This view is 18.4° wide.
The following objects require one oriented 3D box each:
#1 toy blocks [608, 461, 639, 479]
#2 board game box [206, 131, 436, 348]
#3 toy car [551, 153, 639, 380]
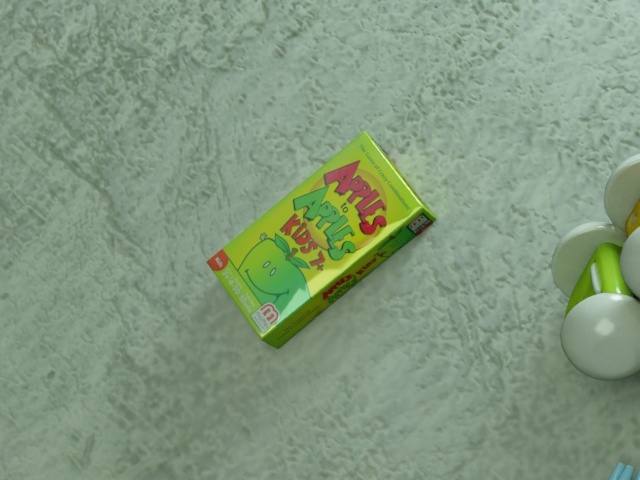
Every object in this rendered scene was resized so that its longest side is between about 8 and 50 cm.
[{"bbox_3d":[0.247,0.259,1.554,0.123,0.054,0.148,22,84,25],"label":"toy blocks"},{"bbox_3d":[0.000,0.000,1.721,0.181,0.043,0.092,-39,66,7],"label":"board game box"},{"bbox_3d":[0.271,0.032,1.565,0.136,0.159,0.182,27,118,-15],"label":"toy car"}]
